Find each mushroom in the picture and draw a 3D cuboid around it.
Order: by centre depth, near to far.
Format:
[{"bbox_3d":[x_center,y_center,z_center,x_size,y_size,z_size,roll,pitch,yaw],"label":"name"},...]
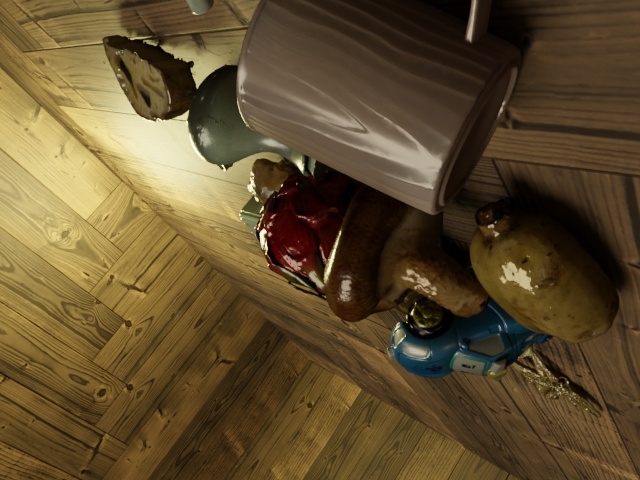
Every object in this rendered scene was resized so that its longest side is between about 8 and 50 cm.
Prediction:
[{"bbox_3d":[0.130,0.000,0.942,0.254,0.267,0.267,-7,147,15],"label":"mushroom"}]

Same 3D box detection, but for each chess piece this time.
[{"bbox_3d":[0.293,0.070,1.170,0.042,0.042,0.093,21,162,42],"label":"chess piece"}]

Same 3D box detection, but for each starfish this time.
[{"bbox_3d":[0.539,0.341,1.376,0.247,0.050,0.138,43,164,-10],"label":"starfish"}]

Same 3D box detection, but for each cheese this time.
[{"bbox_3d":[0.431,0.220,1.281,0.084,0.041,0.060,49,159,15],"label":"cheese"}]

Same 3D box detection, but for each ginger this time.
[{"bbox_3d":[-0.045,-0.116,1.299,0.294,0.086,0.131,11,122,38],"label":"ginger"}]

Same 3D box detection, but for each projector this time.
[{"bbox_3d":[-0.091,-0.007,1.631,0.192,0.099,0.257,17,154,51],"label":"projector"}]

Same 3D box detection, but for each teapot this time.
[{"bbox_3d":[-0.102,-0.198,1.046,0.250,0.184,0.183,22,160,11],"label":"teapot"}]

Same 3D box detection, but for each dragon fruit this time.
[{"bbox_3d":[0.000,0.000,1.107,0.293,0.233,0.234,58,173,27],"label":"dragon fruit"}]

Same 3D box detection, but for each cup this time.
[{"bbox_3d":[0.076,-0.204,0.670,0.273,0.288,0.208,31,-162,18],"label":"cup"}]

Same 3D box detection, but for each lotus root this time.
[{"bbox_3d":[0.324,0.048,0.866,0.284,0.146,0.160,46,146,-21],"label":"lotus root"},{"bbox_3d":[-0.365,-0.340,1.257,0.260,0.074,0.170,24,134,36],"label":"lotus root"}]

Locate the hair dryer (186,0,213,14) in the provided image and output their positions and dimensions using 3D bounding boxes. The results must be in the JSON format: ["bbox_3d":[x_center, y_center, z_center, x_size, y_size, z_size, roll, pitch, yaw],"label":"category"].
[{"bbox_3d":[-0.149,-0.386,0.850,0.183,0.044,0.155,26,162,24],"label":"hair dryer"}]

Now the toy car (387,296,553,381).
[{"bbox_3d":[0.281,0.177,1.072,0.198,0.314,0.166,72,177,-59],"label":"toy car"}]

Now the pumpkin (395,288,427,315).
[{"bbox_3d":[0.158,0.065,1.178,0.219,0.162,0.219,53,174,8],"label":"pumpkin"}]

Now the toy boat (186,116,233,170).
[{"bbox_3d":[-0.240,-0.242,1.335,0.111,0.084,0.276,38,164,5],"label":"toy boat"}]
